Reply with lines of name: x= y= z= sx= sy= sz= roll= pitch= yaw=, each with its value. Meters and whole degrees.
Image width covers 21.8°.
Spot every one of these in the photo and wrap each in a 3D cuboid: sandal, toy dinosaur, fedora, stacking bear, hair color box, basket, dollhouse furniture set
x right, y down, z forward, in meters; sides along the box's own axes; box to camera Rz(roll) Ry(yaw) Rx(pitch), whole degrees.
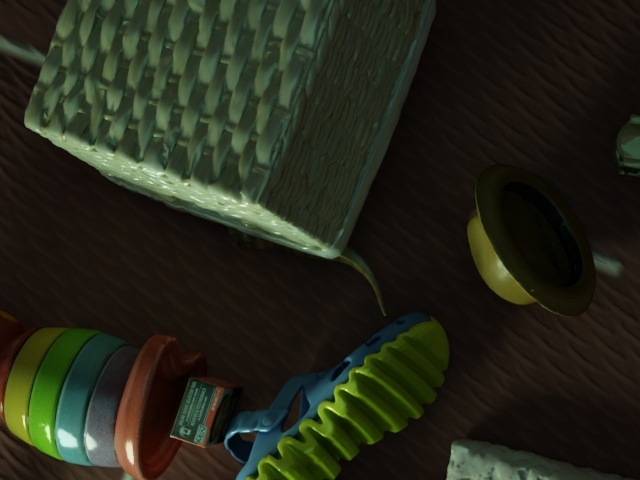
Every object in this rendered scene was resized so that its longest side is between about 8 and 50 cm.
sandal: x=0.006 y=0.186 z=1.878 sx=0.317 sy=0.126 sz=0.138 roll=-39 pitch=41 yaw=-9
toy dinosaur: x=0.000 y=0.000 z=1.925 sx=0.211 sy=0.064 sz=0.112 roll=17 pitch=101 yaw=17
fedora: x=0.224 y=0.009 z=1.862 sx=0.079 sy=0.194 sz=0.194 roll=-35 pitch=81 yaw=38
stacking bear: x=-0.303 y=0.162 z=1.899 sx=0.289 sy=0.175 sz=0.164 roll=14 pitch=80 yaw=17
hair color box: x=-0.127 y=0.192 z=1.876 sx=0.043 sy=0.141 sz=0.072 roll=18 pitch=89 yaw=8
basket: x=-0.100 y=-0.190 z=1.807 sx=0.328 sy=0.266 sz=0.331 roll=20 pitch=88 yaw=22
dollhouse furniture set: x=0.383 y=-0.153 z=1.821 sx=0.101 sy=0.182 sz=0.161 roll=9 pitch=87 yaw=7

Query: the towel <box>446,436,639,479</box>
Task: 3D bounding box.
towel: x=0.274 y=0.410 z=1.861 sx=0.332 sy=0.053 sz=0.317 roll=14 pitch=87 yaw=6
